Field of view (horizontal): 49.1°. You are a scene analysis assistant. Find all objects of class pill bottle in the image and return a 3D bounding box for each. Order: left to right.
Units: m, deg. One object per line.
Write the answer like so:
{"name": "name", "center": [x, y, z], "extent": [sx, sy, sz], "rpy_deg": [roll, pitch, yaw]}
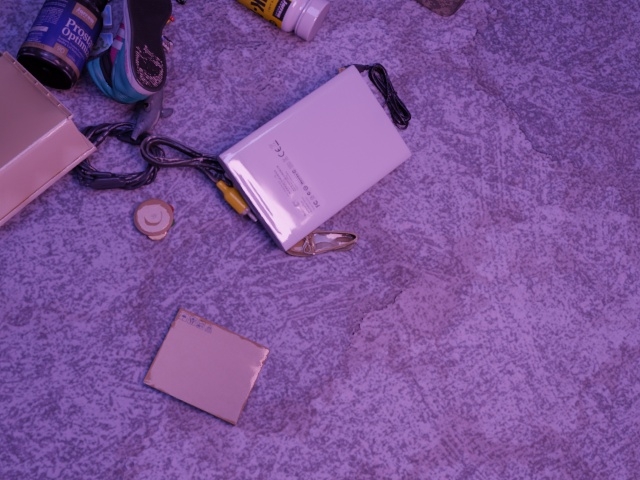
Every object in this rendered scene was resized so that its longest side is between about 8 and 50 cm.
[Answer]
{"name": "pill bottle", "center": [-0.524, -0.433, 1.446], "extent": [0.122, 0.123, 0.219], "rpy_deg": [18, 69, -3]}
{"name": "pill bottle", "center": [-0.090, -0.542, 1.560], "extent": [0.208, 0.119, 0.119], "rpy_deg": [33, 73, 2]}

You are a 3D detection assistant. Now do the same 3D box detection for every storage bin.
{"name": "storage bin", "center": [-0.638, -0.204, 1.371], "extent": [0.260, 0.123, 0.262], "rpy_deg": [41, 74, 18]}

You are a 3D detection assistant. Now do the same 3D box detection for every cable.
{"name": "cable", "center": [-0.418, -0.178, 1.462], "extent": [0.184, 0.047, 0.151], "rpy_deg": [-8, 69, -13]}
{"name": "cable", "center": [-0.222, -0.161, 1.450], "extent": [0.287, 0.072, 0.139], "rpy_deg": [30, 74, -12]}

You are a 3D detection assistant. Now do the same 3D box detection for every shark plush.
{"name": "shark plush", "center": [-0.368, -0.268, 1.456], "extent": [0.073, 0.067, 0.161], "rpy_deg": [28, 52, 4]}

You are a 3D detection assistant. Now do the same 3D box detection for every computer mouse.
{"name": "computer mouse", "center": [0.063, -0.303, 1.551], "extent": [0.262, 0.060, 0.184], "rpy_deg": [-21, 80, -13]}

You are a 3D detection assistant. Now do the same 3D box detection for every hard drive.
{"name": "hard drive", "center": [-0.006, -0.174, 1.455], "extent": [0.353, 0.047, 0.233], "rpy_deg": [-37, 99, -17]}

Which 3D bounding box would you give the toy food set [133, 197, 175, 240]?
{"name": "toy food set", "center": [-0.342, -0.047, 1.446], "extent": [0.083, 0.020, 0.083], "rpy_deg": [33, 73, 2]}

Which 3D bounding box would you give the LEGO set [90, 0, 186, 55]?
{"name": "LEGO set", "center": [-0.413, -0.499, 1.537], "extent": [0.244, 0.060, 0.183], "rpy_deg": [-3, 80, -9]}

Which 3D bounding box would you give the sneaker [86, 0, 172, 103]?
{"name": "sneaker", "center": [-0.398, -0.406, 1.456], "extent": [0.123, 0.178, 0.296], "rpy_deg": [20, 60, -44]}

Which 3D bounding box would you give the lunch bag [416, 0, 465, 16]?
{"name": "lunch bag", "center": [0.316, -0.704, 1.590], "extent": [0.212, 0.256, 0.305], "rpy_deg": [34, 74, 2]}

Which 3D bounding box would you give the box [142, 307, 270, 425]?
{"name": "box", "center": [-0.224, 0.248, 1.385], "extent": [0.201, 0.021, 0.164], "rpy_deg": [25, 73, -1]}

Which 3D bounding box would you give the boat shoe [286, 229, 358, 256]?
{"name": "boat shoe", "center": [0.001, 0.002, 1.467], "extent": [0.153, 0.048, 0.056], "rpy_deg": [-1, 75, -8]}
